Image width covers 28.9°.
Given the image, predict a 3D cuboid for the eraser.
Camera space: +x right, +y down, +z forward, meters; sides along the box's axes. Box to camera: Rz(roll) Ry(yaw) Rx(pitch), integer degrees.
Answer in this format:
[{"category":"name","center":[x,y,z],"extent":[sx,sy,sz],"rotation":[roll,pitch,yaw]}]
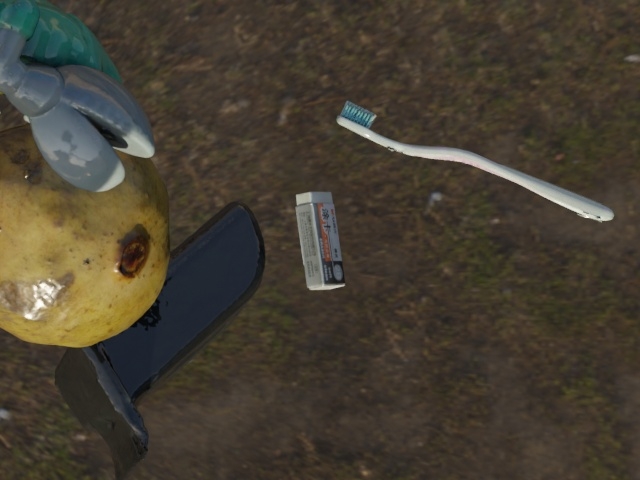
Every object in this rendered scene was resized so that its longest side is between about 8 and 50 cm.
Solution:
[{"category":"eraser","center":[0.000,0.000,1.553],"extent":[0.052,0.029,0.122],"rotation":[-1,80,-56]}]

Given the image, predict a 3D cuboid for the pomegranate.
[{"category":"pomegranate","center":[-0.310,-0.007,1.472],"extent":[0.281,0.281,0.281],"rotation":[1,87,-23]}]

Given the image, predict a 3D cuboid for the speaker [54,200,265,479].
[{"category":"speaker","center":[-0.204,0.139,1.756],"extent":[0.184,0.180,0.388],"rotation":[45,56,2]}]

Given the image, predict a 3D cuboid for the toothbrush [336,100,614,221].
[{"category":"toothbrush","center":[0.106,-0.052,0.863],"extent":[0.204,0.017,0.022],"rotation":[22,90,9]}]

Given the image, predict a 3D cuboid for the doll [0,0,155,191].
[{"category":"doll","center":[-0.255,-0.124,0.962],"extent":[0.258,0.195,0.153],"rotation":[30,75,-36]}]
